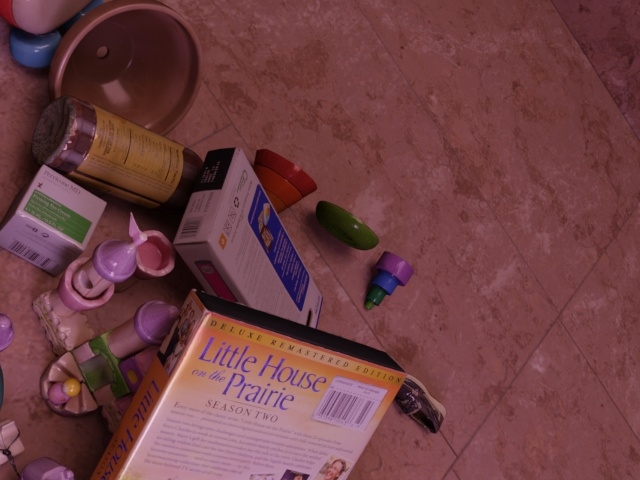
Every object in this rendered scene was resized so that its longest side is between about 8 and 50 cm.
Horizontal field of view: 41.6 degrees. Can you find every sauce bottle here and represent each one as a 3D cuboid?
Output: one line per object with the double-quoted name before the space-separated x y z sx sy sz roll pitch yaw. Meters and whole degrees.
"sauce bottle" -0.248 -0.101 1.234 0.344 0.111 0.111 24 54 -47

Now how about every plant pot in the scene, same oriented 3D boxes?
"plant pot" -0.301 -0.256 1.244 0.237 0.237 0.110 -7 38 -43

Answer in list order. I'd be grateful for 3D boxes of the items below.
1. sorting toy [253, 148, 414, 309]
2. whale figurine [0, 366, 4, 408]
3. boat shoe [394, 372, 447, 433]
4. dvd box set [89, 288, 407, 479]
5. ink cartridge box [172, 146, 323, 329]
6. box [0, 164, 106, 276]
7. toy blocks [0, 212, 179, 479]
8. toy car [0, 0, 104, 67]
"sorting toy" 0.000 0.000 1.448 0.365 0.127 0.126 40 78 -23
"whale figurine" -0.471 0.130 0.930 0.216 0.141 0.272 -45 86 -1
"boat shoe" 0.162 0.279 1.459 0.152 0.056 0.049 39 44 -20
"dvd box set" -0.115 0.286 1.007 0.307 0.420 0.062 21 12 -36
"ink cartridge box" -0.094 0.050 1.274 0.371 0.069 0.176 60 33 -44
"box" -0.360 -0.025 1.121 0.101 0.102 0.087 33 49 -23
"toy blocks" -0.244 0.146 1.027 0.309 0.260 0.288 -24 86 -45
"toy car" -0.445 -0.414 1.211 0.238 0.219 0.210 28 48 8
